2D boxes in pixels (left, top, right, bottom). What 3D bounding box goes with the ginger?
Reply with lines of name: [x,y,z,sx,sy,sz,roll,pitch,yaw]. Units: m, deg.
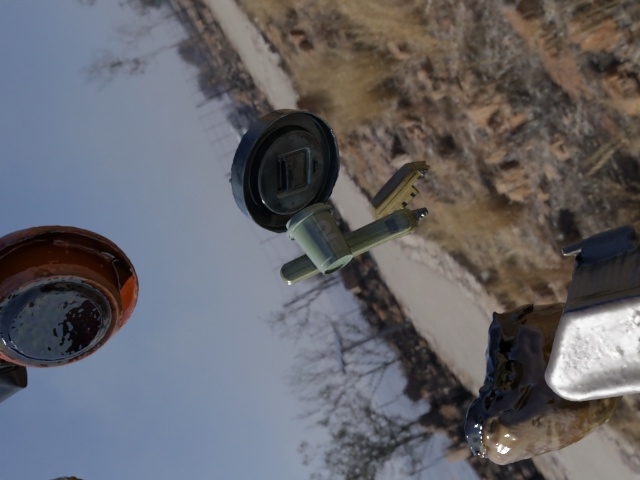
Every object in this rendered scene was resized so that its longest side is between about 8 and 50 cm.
ginger: [0.362,0.229,1.371,0.200,0.222,0.270,31,-110,-68]

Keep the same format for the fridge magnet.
fridge magnet: [-0.550,0.126,1.785,0.155,0.363,0.364,60,174,46]

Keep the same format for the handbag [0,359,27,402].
handbag: [-0.871,0.335,2.030,0.288,0.342,0.152,-2,104,62]

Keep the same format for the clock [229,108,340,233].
clock: [-0.085,-0.173,2.150,0.061,0.312,0.313,25,148,43]

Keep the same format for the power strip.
power strip: [0.085,0.011,2.111,0.066,0.387,0.092,65,-167,3]

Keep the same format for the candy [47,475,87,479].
candy: [-0.447,0.546,1.534,0.118,0.259,0.260,1,-118,-60]

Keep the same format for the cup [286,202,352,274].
cup: [0.000,0.000,1.914,0.141,0.120,0.120,60,177,15]

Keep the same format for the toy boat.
toy boat: [0.206,-0.126,2.249,0.077,0.200,0.057,33,-165,-33]

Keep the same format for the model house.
model house: [0.333,0.051,0.907,0.122,0.229,0.188,43,-132,-25]
